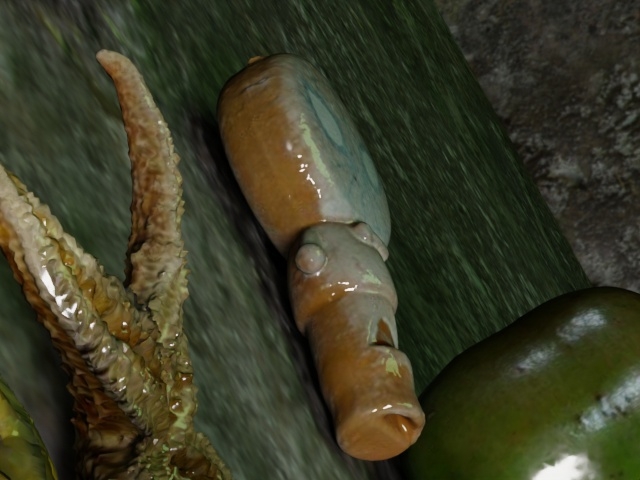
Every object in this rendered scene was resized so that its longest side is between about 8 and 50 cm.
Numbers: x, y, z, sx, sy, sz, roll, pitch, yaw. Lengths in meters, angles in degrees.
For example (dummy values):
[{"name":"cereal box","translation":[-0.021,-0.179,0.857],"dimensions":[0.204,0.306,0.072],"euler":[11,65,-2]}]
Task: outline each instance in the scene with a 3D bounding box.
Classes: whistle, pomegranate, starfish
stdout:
[{"name":"whistle","translation":[0.000,0.000,0.858],"dimensions":[0.107,0.057,0.220],"euler":[47,21,-50]},{"name":"pomegranate","translation":[0.109,0.102,0.878],"dimensions":[0.131,0.152,0.191],"euler":[56,-11,8]},{"name":"starfish","translation":[-0.040,0.056,0.517],"dimensions":[0.213,0.057,0.238],"euler":[59,11,-53]}]

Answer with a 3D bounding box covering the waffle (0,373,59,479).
[{"name":"waffle","translation":[-0.102,0.023,0.309],"dimensions":[0.214,0.054,0.208],"euler":[56,13,13]}]
